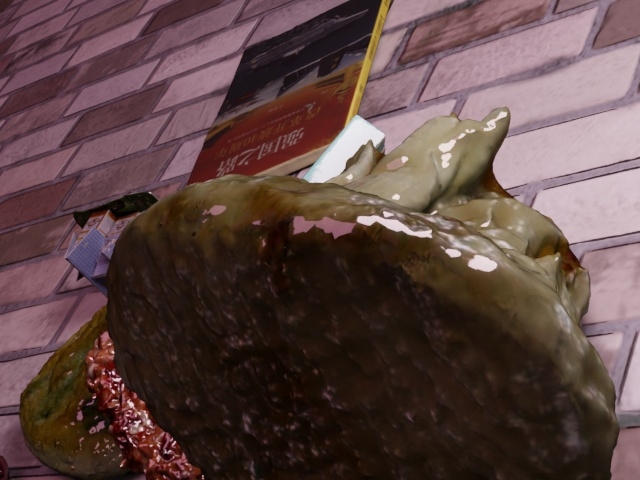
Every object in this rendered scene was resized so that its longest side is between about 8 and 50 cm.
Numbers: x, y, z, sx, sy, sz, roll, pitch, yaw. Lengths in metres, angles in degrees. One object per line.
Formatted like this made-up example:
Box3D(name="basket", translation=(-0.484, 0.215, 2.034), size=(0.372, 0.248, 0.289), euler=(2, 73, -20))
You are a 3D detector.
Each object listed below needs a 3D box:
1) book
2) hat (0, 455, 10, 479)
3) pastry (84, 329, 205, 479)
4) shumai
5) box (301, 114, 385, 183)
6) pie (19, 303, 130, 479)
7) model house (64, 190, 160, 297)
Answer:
Box3D(name="book", translation=(-0.039, -0.196, 1.725), size=(0.262, 0.028, 0.374), euler=(-20, 33, 30))
Box3D(name="hat", translation=(-0.432, 0.306, 1.407), size=(0.205, 0.089, 0.205), euler=(-30, 29, 18))
Box3D(name="pastry", translation=(-0.146, 0.165, 1.215), size=(0.115, 0.097, 0.208), euler=(-37, 53, -4))
Box3D(name="shumai", translation=(0.068, 0.048, 0.963), size=(0.397, 0.324, 0.323), euler=(8, 34, 33))
Box3D(name="box", translation=(0.000, 0.000, 1.217), size=(0.041, 0.229, 0.162), euler=(34, 71, 16))
Box3D(name="pie", translation=(-0.201, 0.132, 1.401), size=(0.323, 0.070, 0.323), euler=(-29, 31, 20))
Box3D(name="model house", translation=(-0.243, 0.018, 1.568), size=(0.167, 0.117, 0.088), euler=(-11, 41, 40))
